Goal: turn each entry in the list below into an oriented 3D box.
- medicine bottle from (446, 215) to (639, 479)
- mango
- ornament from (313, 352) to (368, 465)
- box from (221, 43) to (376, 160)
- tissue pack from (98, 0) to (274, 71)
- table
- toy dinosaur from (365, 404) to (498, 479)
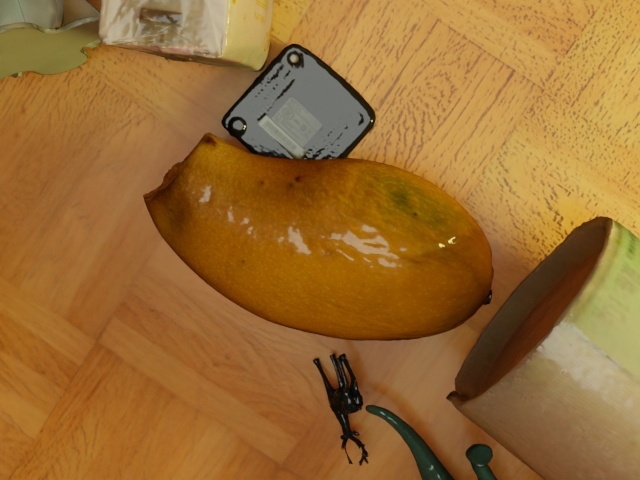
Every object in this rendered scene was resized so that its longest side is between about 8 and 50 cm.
[{"bbox_3d":[0.350,0.189,0.852,0.406,0.236,0.235,39,100,0],"label":"medicine bottle"},{"bbox_3d":[-0.003,0.003,0.908,0.360,0.144,0.186,11,114,6],"label":"mango"},{"bbox_3d":[0.029,0.183,0.971,0.028,0.073,0.125,-16,91,-22],"label":"ornament"},{"bbox_3d":[-0.022,-0.127,0.956,0.126,0.027,0.125,42,99,-1],"label":"box"},{"bbox_3d":[-0.112,-0.260,0.848,0.124,0.225,0.184,8,99,5],"label":"tissue pack"},{"bbox_3d":[-0.314,-0.279,0.909,0.167,0.166,0.198,-20,87,8],"label":"table"},{"bbox_3d":[0.193,0.377,0.982,0.129,0.330,0.383,-36,55,-20],"label":"toy dinosaur"}]
